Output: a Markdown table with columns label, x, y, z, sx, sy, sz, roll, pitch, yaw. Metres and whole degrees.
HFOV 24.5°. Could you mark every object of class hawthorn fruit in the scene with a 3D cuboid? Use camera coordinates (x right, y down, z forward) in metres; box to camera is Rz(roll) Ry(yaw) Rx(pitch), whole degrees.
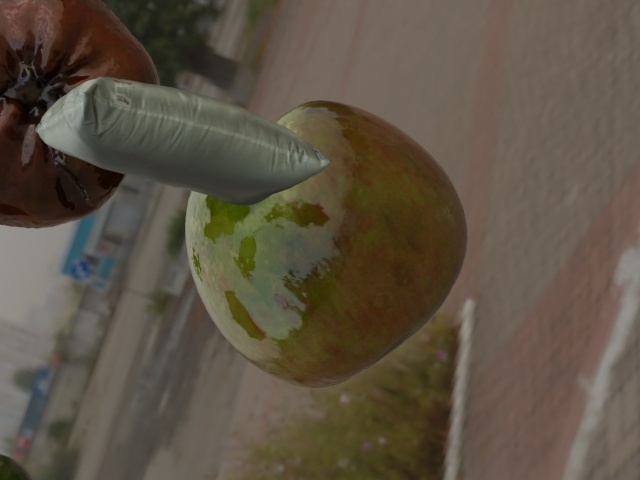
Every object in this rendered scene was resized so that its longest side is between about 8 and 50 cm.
| label | x | y | z | sx | sy | sz | roll | pitch | yaw |
| --- | --- | --- | --- | --- | --- | --- | --- | --- | --- |
| hawthorn fruit | -0.323 | -0.153 | 1.644 | 0.277 | 0.277 | 0.298 | -71 | 18 | -4 |

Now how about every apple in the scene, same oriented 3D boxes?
| label | x | y | z | sx | sy | sz | roll | pitch | yaw |
| --- | --- | --- | --- | --- | --- | --- | --- | --- | --- |
| apple | 0.000 | 0.000 | 1.761 | 0.339 | 0.340 | 0.339 | -160 | 90 | -82 |

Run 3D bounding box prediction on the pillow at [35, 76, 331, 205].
| label | x | y | z | sx | sy | sz | roll | pitch | yaw |
| --- | --- | --- | --- | --- | --- | --- | --- | --- | --- |
| pillow | -0.133 | -0.090 | 1.403 | 0.144 | 0.254 | 0.078 | -35 | 46 | 56 |

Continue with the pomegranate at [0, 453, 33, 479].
| label | x | y | z | sx | sy | sz | roll | pitch | yaw |
| --- | --- | --- | --- | --- | --- | --- | --- | --- | --- |
| pomegranate | -0.406 | 0.310 | 1.681 | 0.148 | 0.169 | 0.148 | -172 | 90 | -70 |
